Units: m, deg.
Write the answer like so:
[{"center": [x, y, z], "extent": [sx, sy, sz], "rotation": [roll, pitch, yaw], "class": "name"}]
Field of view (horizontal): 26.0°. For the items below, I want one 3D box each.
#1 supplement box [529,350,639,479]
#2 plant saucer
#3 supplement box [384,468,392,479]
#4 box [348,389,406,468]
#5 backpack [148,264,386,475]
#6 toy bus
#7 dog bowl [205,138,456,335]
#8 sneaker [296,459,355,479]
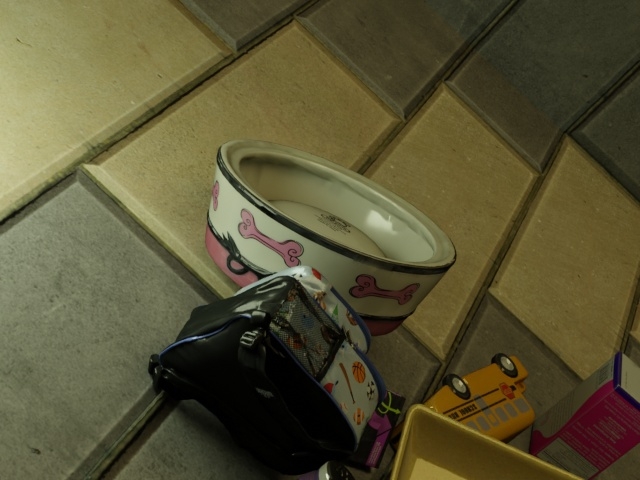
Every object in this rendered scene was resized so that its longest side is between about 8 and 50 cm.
[{"center": [0.476, 0.315, 2.399], "extent": [0.114, 0.220, 0.111], "rotation": [40, 30, -9], "class": "supplement box"}, {"center": [0.214, 0.441, 1.922], "extent": [0.333, 0.081, 0.332], "rotation": [25, 58, -12], "class": "plant saucer"}, {"center": [0.188, 0.433, 2.032], "extent": [0.239, 0.073, 0.130], "rotation": [46, 29, 0], "class": "supplement box"}, {"center": [0.040, 0.260, 2.037], "extent": [0.162, 0.116, 0.029], "rotation": [22, -2, -32], "class": "box"}, {"center": [-0.049, 0.181, 1.875], "extent": [0.263, 0.276, 0.213], "rotation": [54, 51, -13], "class": "backpack"}, {"center": [0.245, 0.285, 2.260], "extent": [0.130, 0.108, 0.333], "rotation": [53, 30, 16], "class": "toy bus"}, {"center": [0.000, 0.000, 2.179], "extent": [0.408, 0.150, 0.408], "rotation": [22, 18, -8], "class": "dog bowl"}, {"center": [0.012, 0.433, 1.773], "extent": [0.107, 0.124, 0.283], "rotation": [41, 27, -48], "class": "sneaker"}]
